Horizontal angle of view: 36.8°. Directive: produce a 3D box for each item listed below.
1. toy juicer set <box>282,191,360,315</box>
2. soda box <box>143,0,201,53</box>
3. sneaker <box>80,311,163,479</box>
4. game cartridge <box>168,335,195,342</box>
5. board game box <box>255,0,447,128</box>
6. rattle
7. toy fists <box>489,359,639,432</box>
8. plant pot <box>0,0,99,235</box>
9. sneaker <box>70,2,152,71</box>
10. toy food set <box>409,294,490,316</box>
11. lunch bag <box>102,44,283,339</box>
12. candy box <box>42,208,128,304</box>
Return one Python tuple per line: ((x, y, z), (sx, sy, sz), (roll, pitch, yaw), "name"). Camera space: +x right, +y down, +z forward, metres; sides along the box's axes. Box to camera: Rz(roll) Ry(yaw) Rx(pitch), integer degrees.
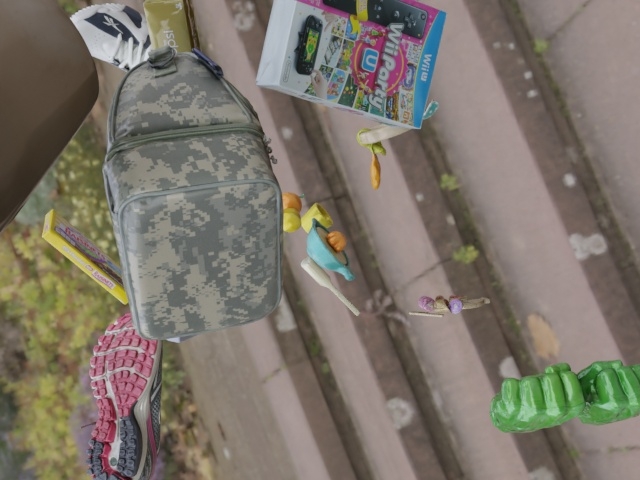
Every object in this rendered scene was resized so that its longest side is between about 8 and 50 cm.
((0.000, 0.000, 2.216), (0.209, 0.089, 0.329), (38, -160, -45), "toy juicer set")
((-0.203, -0.263, 1.374), (0.061, 0.058, 0.181), (-82, -14, -59), "soda box")
((-0.318, 0.267, 1.610), (0.112, 0.121, 0.299), (26, -109, -68), "sneaker")
((-0.228, 0.029, 1.777), (0.062, 0.198, 0.297), (14, 104, 28), "game cartridge")
((0.058, -0.342, 1.705), (0.097, 0.303, 0.224), (14, 92, 59), "board game box")
((0.192, -0.220, 2.157), (0.143, 0.199, 0.130), (67, 160, 6), "rattle")
((0.408, 0.245, 1.526), (0.142, 0.279, 0.096), (122, 145, -70), "toy fists")
((-0.397, -0.138, 1.014), (0.323, 0.280, 0.323), (31, 147, 23), "plant pot")
((-0.276, -0.281, 1.506), (0.094, 0.235, 0.153), (-51, 51, 24), "sneaker")
((0.184, 0.089, 1.393), (0.078, 0.122, 0.019), (2, 98, 38), "toy food set")
((-0.170, -0.062, 1.243), (0.305, 0.212, 0.256), (91, 162, -49), "lunch bag")
((-0.438, 0.031, 1.820), (0.206, 0.027, 0.105), (44, -175, -25), "candy box")
